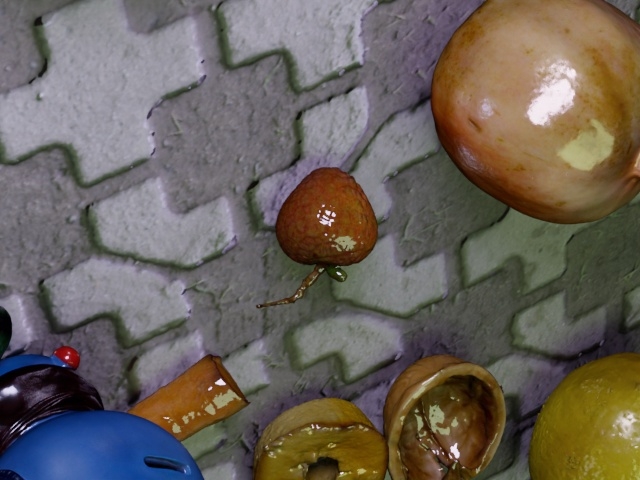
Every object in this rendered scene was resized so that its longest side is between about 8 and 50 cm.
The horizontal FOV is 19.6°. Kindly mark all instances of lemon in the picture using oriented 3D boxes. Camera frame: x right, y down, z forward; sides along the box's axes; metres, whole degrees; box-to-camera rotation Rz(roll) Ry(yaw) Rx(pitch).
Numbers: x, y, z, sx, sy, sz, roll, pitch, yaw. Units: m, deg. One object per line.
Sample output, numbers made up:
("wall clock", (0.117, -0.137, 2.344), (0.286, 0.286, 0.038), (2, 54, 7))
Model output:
("lemon", (0.383, 0.268, 2.365), (0.236, 0.236, 0.263), (4, 107, -40))

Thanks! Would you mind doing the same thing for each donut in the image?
("donut", (-0.005, 0.255, 2.172), (0.162, 0.065, 0.178), (3, 132, -20))

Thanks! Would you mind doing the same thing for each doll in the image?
("doll", (-0.242, 0.256, 1.811), (0.284, 0.310, 0.240), (16, 115, -45))

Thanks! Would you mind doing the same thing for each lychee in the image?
("lychee", (0.001, -0.006, 1.910), (0.114, 0.101, 0.140), (8, 113, -4))

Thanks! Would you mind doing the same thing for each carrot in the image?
("carrot", (-0.180, 0.200, 1.996), (0.205, 0.072, 0.072), (-31, 140, -5))

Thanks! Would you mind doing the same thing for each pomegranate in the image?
("pomegranate", (0.250, -0.127, 1.855), (0.229, 0.270, 0.252), (-55, 146, 6))

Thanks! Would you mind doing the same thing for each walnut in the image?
("walnut", (0.135, 0.210, 2.229), (0.167, 0.087, 0.211), (-24, 131, -18))

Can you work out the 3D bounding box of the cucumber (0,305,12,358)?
("cucumber", (-0.398, 0.147, 1.785), (0.244, 0.063, 0.115), (-39, 141, -3))
